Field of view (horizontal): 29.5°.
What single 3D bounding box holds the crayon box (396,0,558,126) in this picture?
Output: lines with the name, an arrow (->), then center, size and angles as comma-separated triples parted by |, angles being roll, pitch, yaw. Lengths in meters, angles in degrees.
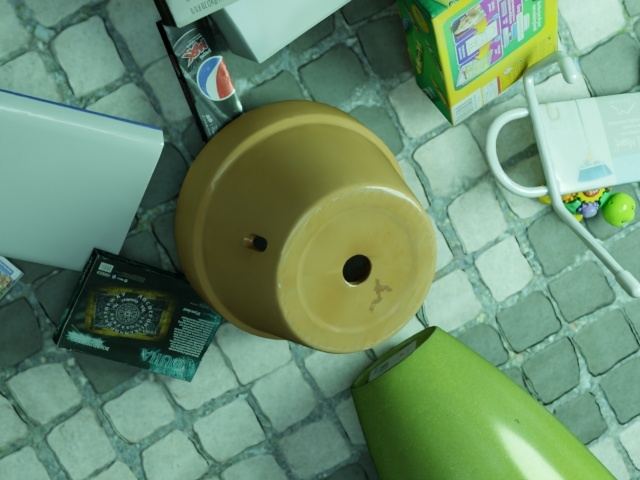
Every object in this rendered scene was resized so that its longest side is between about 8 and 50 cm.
crayon box -> 0.183, -0.259, 1.386 | 0.165, 0.278, 0.081 | -36, 68, -3

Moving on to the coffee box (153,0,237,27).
coffee box -> -0.048, -0.342, 1.181 | 0.297, 0.119, 0.168 | -25, 105, -6

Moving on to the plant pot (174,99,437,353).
plant pot -> 0.000, 0.000, 1.400 | 0.291, 0.203, 0.291 | -9, 111, -23

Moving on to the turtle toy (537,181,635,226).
turtle toy -> 0.349, -0.065, 1.568 | 0.130, 0.066, 0.095 | 32, 94, -17

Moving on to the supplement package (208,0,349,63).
supplement package -> -0.031, -0.355, 1.348 | 0.263, 0.198, 0.199 | -35, 106, -3

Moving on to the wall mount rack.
wall mount rack -> 0.384, -0.086, 1.476 | 0.350, 0.130, 0.304 | -10, 83, -27

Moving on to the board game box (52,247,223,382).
board game box -> -0.214, 0.093, 1.469 | 0.186, 0.026, 0.126 | 20, 103, -31

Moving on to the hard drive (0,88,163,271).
hard drive -> -0.361, -0.073, 1.355 | 0.319, 0.040, 0.210 | 12, 127, -23

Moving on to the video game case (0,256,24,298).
video game case -> -0.428, 0.055, 1.449 | 0.122, 0.011, 0.087 | -46, 107, 0

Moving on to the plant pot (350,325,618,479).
plant pot -> 0.176, 0.264, 1.521 | 0.275, 0.275, 0.293 | -37, 93, -3

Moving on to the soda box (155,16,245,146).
soda box -> -0.136, -0.188, 1.434 | 0.053, 0.060, 0.169 | -25, 107, -10
